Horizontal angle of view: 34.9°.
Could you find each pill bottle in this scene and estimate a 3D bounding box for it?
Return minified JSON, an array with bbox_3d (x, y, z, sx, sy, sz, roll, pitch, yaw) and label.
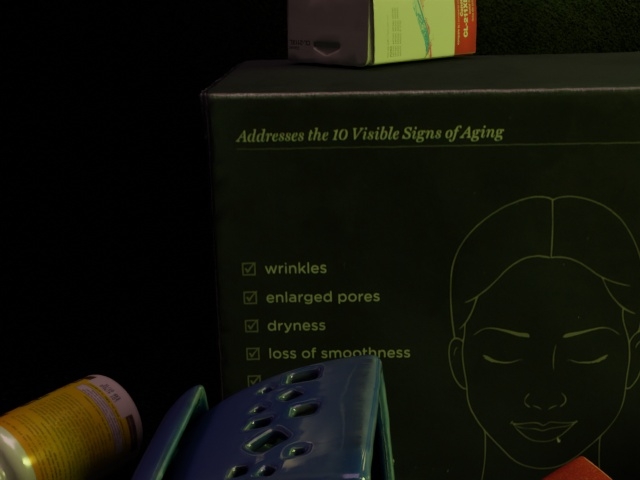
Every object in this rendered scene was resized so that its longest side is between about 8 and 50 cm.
[{"bbox_3d":[-0.311,0.238,1.131,0.117,0.117,0.215,11,21,35],"label":"pill bottle"}]

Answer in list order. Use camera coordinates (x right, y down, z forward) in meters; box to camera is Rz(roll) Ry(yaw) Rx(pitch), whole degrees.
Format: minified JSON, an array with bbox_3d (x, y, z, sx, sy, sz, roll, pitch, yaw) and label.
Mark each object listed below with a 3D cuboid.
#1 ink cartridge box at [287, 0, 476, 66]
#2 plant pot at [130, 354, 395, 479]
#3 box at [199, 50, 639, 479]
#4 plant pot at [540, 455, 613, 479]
[{"bbox_3d":[0.067,-0.234,1.106,0.127,0.072,0.175,13,20,42],"label":"ink cartridge box"},{"bbox_3d":[-0.043,0.252,0.887,0.212,0.236,0.236,-5,17,8],"label":"plant pot"},{"bbox_3d":[0.136,0.049,1.103,0.479,0.472,0.297,0,17,3],"label":"box"},{"bbox_3d":[0.136,0.333,0.588,0.235,0.267,0.267,-18,21,-13],"label":"plant pot"}]
